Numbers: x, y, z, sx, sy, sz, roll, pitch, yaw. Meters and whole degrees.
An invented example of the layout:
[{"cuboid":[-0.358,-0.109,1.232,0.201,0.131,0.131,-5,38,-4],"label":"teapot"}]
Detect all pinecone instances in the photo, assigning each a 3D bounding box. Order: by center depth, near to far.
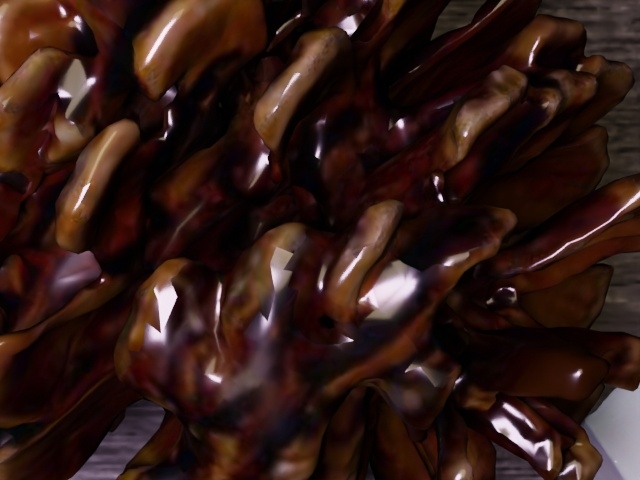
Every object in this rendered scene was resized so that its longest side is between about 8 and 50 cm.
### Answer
[{"cuboid":[0.000,0.000,0.950,0.397,0.398,0.398,0,76,0],"label":"pinecone"}]

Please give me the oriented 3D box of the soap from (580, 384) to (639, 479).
[{"cuboid":[0.242,0.082,1.051,0.230,0.145,0.091,-38,70,-13],"label":"soap"}]
